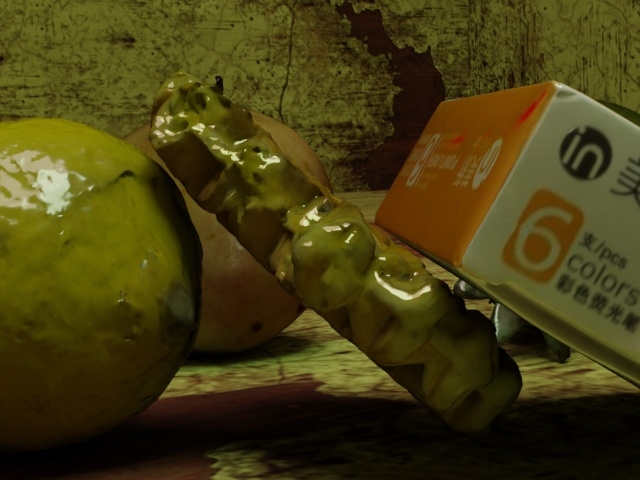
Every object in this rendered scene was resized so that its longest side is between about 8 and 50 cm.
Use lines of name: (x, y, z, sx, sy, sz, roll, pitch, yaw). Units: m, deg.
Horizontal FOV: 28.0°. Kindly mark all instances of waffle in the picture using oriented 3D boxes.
waffle: (-0.001, 0.001, 0.648, 0.253, 0.056, 0.249, 44, 0, 13)

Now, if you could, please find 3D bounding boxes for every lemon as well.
lemon: (-0.154, 0.023, 0.660, 0.180, 0.180, 0.193, -4, -4, -28)

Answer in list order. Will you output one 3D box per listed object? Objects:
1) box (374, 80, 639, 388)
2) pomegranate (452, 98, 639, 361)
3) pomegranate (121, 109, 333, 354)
box: (0.150, 0.016, 0.617, 0.221, 0.091, 0.274, 29, 3, -8)
pomegranate: (0.174, -0.004, 0.924, 0.181, 0.181, 0.224, 1, 21, 29)
pomegranate: (-0.082, -0.010, 0.931, 0.191, 0.191, 0.191, -2, 5, 0)
